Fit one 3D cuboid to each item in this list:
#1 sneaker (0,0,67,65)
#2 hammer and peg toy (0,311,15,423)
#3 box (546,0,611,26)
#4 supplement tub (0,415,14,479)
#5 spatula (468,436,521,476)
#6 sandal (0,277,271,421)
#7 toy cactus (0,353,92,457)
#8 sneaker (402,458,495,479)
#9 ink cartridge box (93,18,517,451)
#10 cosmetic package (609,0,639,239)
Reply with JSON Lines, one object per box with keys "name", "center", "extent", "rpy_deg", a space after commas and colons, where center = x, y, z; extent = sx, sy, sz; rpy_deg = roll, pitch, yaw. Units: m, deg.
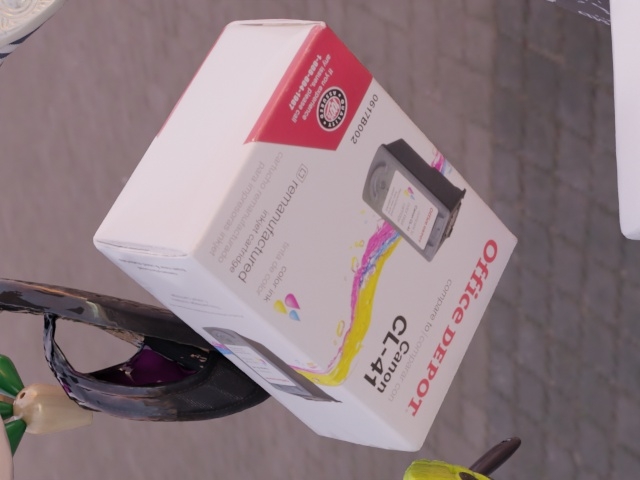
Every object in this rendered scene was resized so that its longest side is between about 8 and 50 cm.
{"name": "sneaker", "center": [-0.457, -0.280, 2.049], "extent": [0.131, 0.350, 0.148], "rpy_deg": [54, -174, 8]}
{"name": "hammer and peg toy", "center": [-0.496, 0.066, 1.677], "extent": [0.127, 0.266, 0.361], "rpy_deg": [98, 149, -83]}
{"name": "box", "center": [0.251, -0.470, 1.728], "extent": [0.480, 0.472, 0.297], "rpy_deg": [29, 94, 31]}
{"name": "supplement tub", "center": [-0.228, 0.101, 0.548], "extent": [0.144, 0.200, 0.144], "rpy_deg": [55, -172, -12]}
{"name": "spatula", "center": [0.121, 0.283, 1.665], "extent": [0.084, 0.296, 0.030], "rpy_deg": [-20, 93, 52]}
{"name": "sandal", "center": [-0.121, 0.128, 1.417], "extent": [0.167, 0.446, 0.107], "rpy_deg": [-2, 71, 56]}
{"name": "toy cactus", "center": [-0.309, 0.152, 1.447], "extent": [0.219, 0.181, 0.112], "rpy_deg": [-112, 24, -60]}
{"name": "sneaker", "center": [0.099, 0.280, 1.241], "extent": [0.295, 0.109, 0.123], "rpy_deg": [-74, 6, -65]}
{"name": "ink cartridge box", "center": [0.000, 0.000, 1.240], "extent": [0.131, 0.226, 0.306], "rpy_deg": [5, 150, 48]}
{"name": "cosmetic package", "center": [0.436, -0.166, 0.976], "extent": [0.329, 0.394, 0.327], "rpy_deg": [147, 129, -60]}
